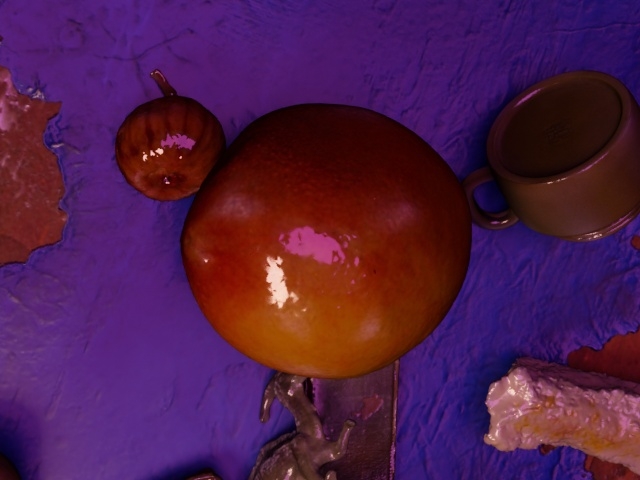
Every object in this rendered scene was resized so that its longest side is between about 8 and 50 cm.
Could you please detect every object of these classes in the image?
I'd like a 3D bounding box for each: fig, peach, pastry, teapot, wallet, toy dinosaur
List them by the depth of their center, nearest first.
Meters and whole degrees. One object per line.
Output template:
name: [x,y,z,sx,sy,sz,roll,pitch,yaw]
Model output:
peach: [0.000,0.000,1.384,0.332,0.307,0.308,-3,95,-42]
fig: [-0.178,-0.111,1.463,0.128,0.150,0.128,-18,126,-27]
toy dinosaur: [-0.029,0.289,1.491,0.077,0.162,0.294,20,86,-38]
teapot: [0.297,-0.074,1.514,0.267,0.186,0.175,-19,130,22]
wallet: [0.036,0.195,1.550,0.121,0.031,0.232,2,95,-13]
pastry: [0.316,0.215,1.566,0.258,0.089,0.122,10,95,-9]

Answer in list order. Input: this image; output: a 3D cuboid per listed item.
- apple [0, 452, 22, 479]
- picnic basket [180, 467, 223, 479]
apple: [-0.414,0.313,1.407,0.173,0.188,0.188,2,93,1]
picnic basket: [-0.189,0.347,1.509,0.193,0.055,0.110,-24,98,-7]
